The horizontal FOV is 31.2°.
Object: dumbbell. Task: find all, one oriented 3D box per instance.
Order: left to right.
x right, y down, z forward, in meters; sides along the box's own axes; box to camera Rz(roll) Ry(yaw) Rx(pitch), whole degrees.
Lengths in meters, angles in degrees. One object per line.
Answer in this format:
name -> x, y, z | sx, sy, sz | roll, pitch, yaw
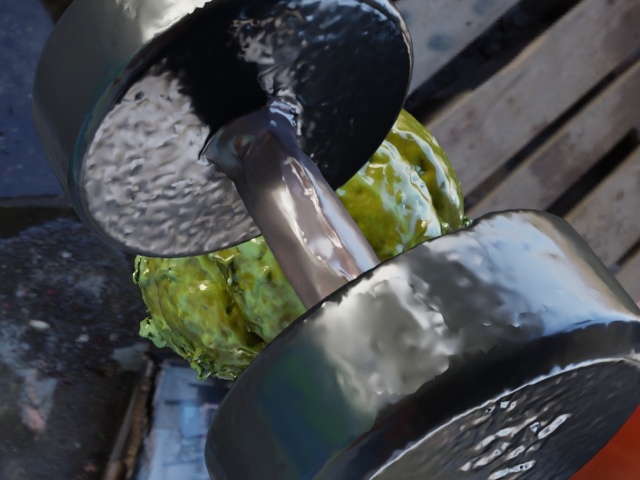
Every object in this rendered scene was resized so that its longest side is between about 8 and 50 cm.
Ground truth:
dumbbell -> 0.000, 0.000, 0.423 | 0.152, 0.152, 0.218 | -9, 53, -36

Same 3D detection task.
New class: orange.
orange -> -0.028, -0.014, 1.012 | 0.223, 0.301, 0.300 | 55, 33, -14

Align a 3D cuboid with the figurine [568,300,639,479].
figurine -> 0.239, 0.126, 0.625 | 0.270, 0.211, 0.261 | 49, 20, 7
